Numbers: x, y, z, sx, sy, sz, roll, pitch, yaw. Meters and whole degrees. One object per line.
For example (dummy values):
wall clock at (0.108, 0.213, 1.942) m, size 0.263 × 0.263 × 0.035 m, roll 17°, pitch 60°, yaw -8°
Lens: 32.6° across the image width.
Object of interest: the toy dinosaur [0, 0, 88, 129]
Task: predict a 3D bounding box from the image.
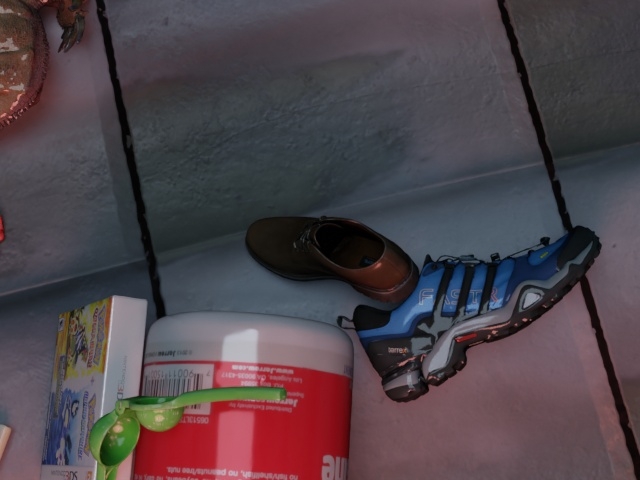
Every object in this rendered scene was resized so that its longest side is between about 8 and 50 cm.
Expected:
toy dinosaur at (-0.375, -0.232, 1.352) m, size 0.200 × 0.127 × 0.295 m, roll 7°, pitch 83°, yaw -2°

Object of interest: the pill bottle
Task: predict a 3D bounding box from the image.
pill bottle at (-0.087, 0.291, 1.150) m, size 0.229 × 0.229 × 0.407 m, roll 3°, pitch 77°, yaw 4°

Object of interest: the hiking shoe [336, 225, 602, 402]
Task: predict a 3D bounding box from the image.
hiking shoe at (0.176, 0.055, 1.247) m, size 0.304 × 0.113 × 0.132 m, roll -33°, pitch 78°, yaw -4°

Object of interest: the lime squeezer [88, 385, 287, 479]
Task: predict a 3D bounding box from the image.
lime squeezer at (-0.165, 0.194, 1.052) m, size 0.310 × 0.059 × 0.110 m, roll -43°, pitch 53°, yaw 23°

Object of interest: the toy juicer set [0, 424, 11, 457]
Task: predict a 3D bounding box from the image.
toy juicer set at (-0.523, 0.319, 1.242) m, size 0.329 × 0.089 × 0.209 m, roll -4°, pitch 76°, yaw 2°

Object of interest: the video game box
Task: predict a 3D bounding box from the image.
video game box at (-0.254, 0.173, 1.215) m, size 0.048 × 0.187 × 0.205 m, roll 12°, pitch 74°, yaw -31°

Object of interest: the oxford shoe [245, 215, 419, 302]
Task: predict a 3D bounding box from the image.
oxford shoe at (0.000, 0.000, 1.257) m, size 0.227 × 0.096 × 0.083 m, roll 10°, pitch 65°, yaw 33°

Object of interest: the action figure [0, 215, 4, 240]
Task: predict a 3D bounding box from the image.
action figure at (-0.414, -0.035, 1.352) m, size 0.038 × 0.030 × 0.115 m, roll -15°, pitch 78°, yaw -5°
